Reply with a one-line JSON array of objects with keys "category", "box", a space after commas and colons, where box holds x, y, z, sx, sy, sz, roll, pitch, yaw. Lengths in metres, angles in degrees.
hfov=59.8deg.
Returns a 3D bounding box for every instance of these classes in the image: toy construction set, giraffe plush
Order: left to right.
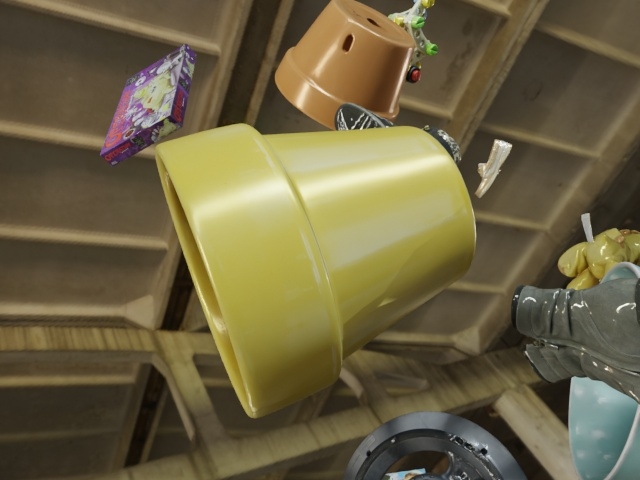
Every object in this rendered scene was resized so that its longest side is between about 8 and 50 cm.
[{"category": "toy construction set", "box": [0.186, -0.520, 1.543, 0.328, 0.151, 0.215, -29, -49, -8]}, {"category": "giraffe plush", "box": [0.620, 0.045, 1.151, 0.171, 0.181, 0.210, -4, -81, -19]}]

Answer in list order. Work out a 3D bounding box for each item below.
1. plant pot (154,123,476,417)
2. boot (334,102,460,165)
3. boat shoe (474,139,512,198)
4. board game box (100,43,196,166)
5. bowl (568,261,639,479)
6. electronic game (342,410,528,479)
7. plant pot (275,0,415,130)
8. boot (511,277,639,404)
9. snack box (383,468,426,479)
[{"category": "plant pot", "box": [0.000, 0.000, 0.525, 0.239, 0.254, 0.254, -20, -42, -15]}, {"category": "boot", "box": [0.154, -0.190, 1.070, 0.179, 0.236, 0.085, -36, -18, -51]}, {"category": "boat shoe", "box": [0.470, -0.202, 1.558, 0.170, 0.059, 0.063, -63, -8, 10]}, {"category": "board game box", "box": [-0.414, -0.342, 1.367, 0.208, 0.346, 0.056, -28, -49, 20]}, {"category": "bowl", "box": [0.463, 0.195, 0.753, 0.163, 0.311, 0.311, 11, -44, 11]}, {"category": "electronic game", "box": [0.128, 0.313, 0.633, 0.229, 0.229, 0.048, -41, -31, 4]}, {"category": "plant pot", "box": [0.073, -0.386, 1.218, 0.291, 0.291, 0.203, 1, -45, -38]}, {"category": "boot", "box": [0.310, 0.137, 0.580, 0.083, 0.161, 0.246, -43, -70, -40]}, {"category": "snack box", "box": [0.124, 0.573, 1.043, 0.187, 0.322, 0.060, -12, -73, 8]}]
